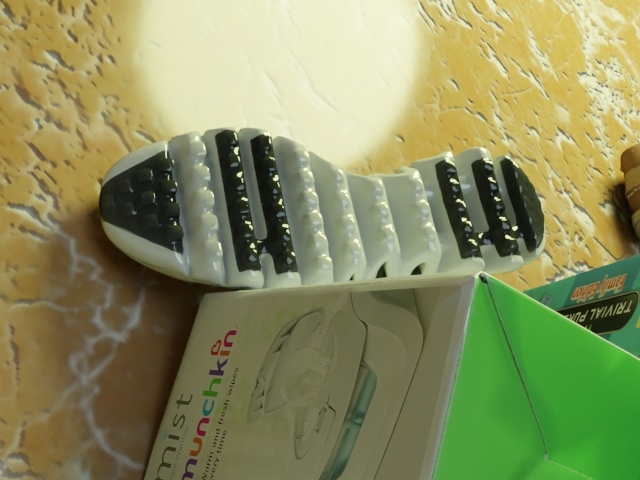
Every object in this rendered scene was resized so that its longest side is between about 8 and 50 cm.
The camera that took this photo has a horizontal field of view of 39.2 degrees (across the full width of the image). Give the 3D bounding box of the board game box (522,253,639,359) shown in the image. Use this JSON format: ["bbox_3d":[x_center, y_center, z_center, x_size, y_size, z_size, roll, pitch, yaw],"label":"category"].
[{"bbox_3d":[0.285,0.104,0.589,0.254,0.336,0.079,27,79,-1],"label":"board game box"}]

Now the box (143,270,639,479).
[{"bbox_3d":[0.078,0.121,0.491,0.262,0.231,0.127,28,69,-32],"label":"box"}]

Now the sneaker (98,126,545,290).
[{"bbox_3d":[0.000,0.000,0.592,0.292,0.118,0.110,4,65,-21],"label":"sneaker"}]

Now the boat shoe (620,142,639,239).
[{"bbox_3d":[0.457,-0.082,1.059,0.324,0.123,0.116,-9,73,-47],"label":"boat shoe"}]
